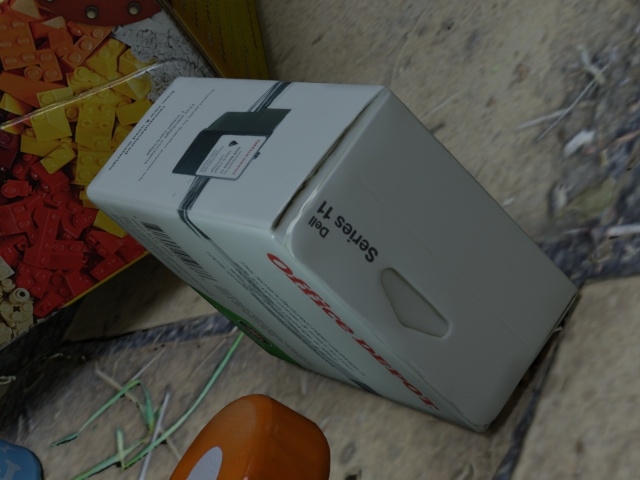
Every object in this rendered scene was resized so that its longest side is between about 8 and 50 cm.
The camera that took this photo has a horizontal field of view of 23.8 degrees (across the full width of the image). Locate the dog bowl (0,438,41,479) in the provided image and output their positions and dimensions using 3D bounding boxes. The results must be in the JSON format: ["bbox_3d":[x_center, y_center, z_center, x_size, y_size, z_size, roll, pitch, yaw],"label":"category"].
[{"bbox_3d":[-0.307,0.211,0.991,0.297,0.074,0.166,-29,32,31],"label":"dog bowl"}]

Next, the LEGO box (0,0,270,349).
[{"bbox_3d":[-0.247,-0.134,1.156,0.372,0.193,0.500,-32,27,12],"label":"LEGO box"}]

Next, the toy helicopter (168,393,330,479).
[{"bbox_3d":[-0.059,0.243,0.548,0.355,0.140,0.235,-49,20,29],"label":"toy helicopter"}]

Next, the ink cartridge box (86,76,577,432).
[{"bbox_3d":[0.000,0.000,0.738,0.087,0.153,0.208,-53,29,-13],"label":"ink cartridge box"}]
